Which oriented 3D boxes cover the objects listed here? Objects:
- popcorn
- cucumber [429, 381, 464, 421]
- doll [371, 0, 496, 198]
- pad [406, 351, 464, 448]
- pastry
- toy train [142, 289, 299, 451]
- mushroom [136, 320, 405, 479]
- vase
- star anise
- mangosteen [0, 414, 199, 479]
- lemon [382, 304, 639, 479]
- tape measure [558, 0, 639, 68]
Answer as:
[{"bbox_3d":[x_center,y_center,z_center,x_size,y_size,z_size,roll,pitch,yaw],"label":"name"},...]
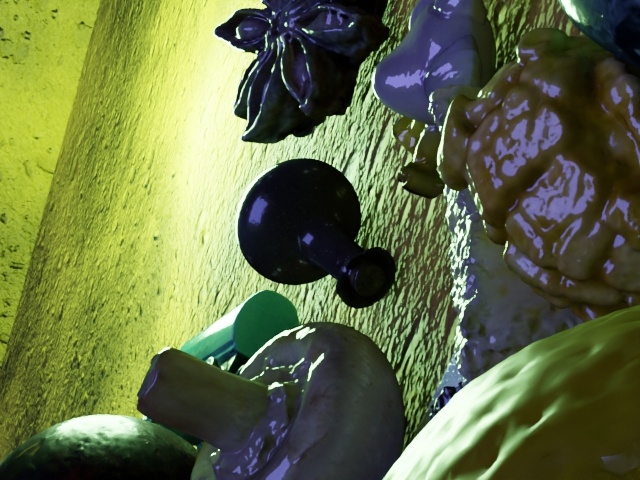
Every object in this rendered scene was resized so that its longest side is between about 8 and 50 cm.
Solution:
[{"bbox_3d":[0.160,-0.047,0.922,0.140,0.163,0.194,-52,27,38],"label":"popcorn"},{"bbox_3d":[0.131,0.242,0.922,0.096,0.096,0.359,122,152,-42],"label":"cucumber"},{"bbox_3d":[0.127,-0.211,1.220,0.160,0.094,0.365,-95,26,-58],"label":"doll"},{"bbox_3d":[0.109,0.146,1.170,0.156,0.004,0.232,-109,37,-57],"label":"pad"},{"bbox_3d":[0.128,-0.001,1.035,0.258,0.121,0.089,-100,23,-47],"label":"pastry"},{"bbox_3d":[-0.097,0.135,1.626,0.248,0.101,0.159,-32,32,62],"label":"toy train"},{"bbox_3d":[-0.048,0.146,1.267,0.207,0.215,0.207,-48,25,30],"label":"mushroom"},{"bbox_3d":[0.000,0.000,1.418,0.183,0.120,0.120,41,116,53],"label":"vase"},{"bbox_3d":[-0.006,-0.204,1.564,0.236,0.109,0.223,-20,65,47],"label":"star anise"},{"bbox_3d":[-0.202,0.312,1.530,0.288,0.288,0.288,-167,90,-70],"label":"mangosteen"},{"bbox_3d":[0.160,0.185,0.527,0.387,0.350,0.349,116,165,-84],"label":"lemon"},{"bbox_3d":[0.241,-0.204,0.828,0.275,0.147,0.256,-34,42,56],"label":"tape measure"}]
